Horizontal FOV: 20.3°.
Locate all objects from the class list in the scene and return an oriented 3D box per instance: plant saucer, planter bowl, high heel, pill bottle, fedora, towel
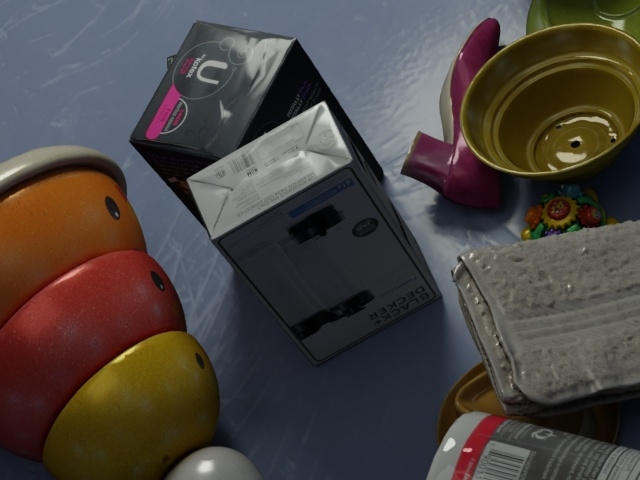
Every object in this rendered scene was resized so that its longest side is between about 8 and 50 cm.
[{"bbox_3d":[0.345,-0.272,2.035,0.241,0.037,0.241,-12,55,18],"label":"plant saucer"},{"bbox_3d":[0.267,-0.128,1.941,0.217,0.090,0.217,-14,48,16],"label":"planter bowl"},{"bbox_3d":[0.187,-0.145,2.022,0.117,0.082,0.244,24,56,5],"label":"high heel"},{"bbox_3d":[0.262,0.275,1.631,0.318,0.176,0.176,13,66,24],"label":"pill bottle"},{"bbox_3d":[0.200,0.173,1.795,0.194,0.079,0.194,-13,55,19],"label":"fedora"},{"bbox_3d":[0.281,0.069,1.761,0.282,0.049,0.187,-12,59,-16],"label":"towel"}]

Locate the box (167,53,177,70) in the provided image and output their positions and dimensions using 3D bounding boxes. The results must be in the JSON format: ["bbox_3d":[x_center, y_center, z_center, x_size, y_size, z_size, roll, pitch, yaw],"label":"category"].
[{"bbox_3d":[-0.152,-0.190,2.212,0.062,0.052,0.083,-18,53,15],"label":"box"}]

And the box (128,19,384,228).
[{"bbox_3d":[-0.065,-0.094,1.969,0.143,0.270,0.165,14,67,31],"label":"box"}]

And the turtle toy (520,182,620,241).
[{"bbox_3d":[0.267,-0.009,1.886,0.095,0.066,0.130,-35,52,2],"label":"turtle toy"}]

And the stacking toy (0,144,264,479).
[{"bbox_3d":[-0.224,0.163,1.923,0.350,0.350,0.480,-44,71,-5],"label":"stacking toy"}]

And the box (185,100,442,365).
[{"bbox_3d":[0.000,0.000,1.868,0.169,0.290,0.087,-29,53,4],"label":"box"}]
